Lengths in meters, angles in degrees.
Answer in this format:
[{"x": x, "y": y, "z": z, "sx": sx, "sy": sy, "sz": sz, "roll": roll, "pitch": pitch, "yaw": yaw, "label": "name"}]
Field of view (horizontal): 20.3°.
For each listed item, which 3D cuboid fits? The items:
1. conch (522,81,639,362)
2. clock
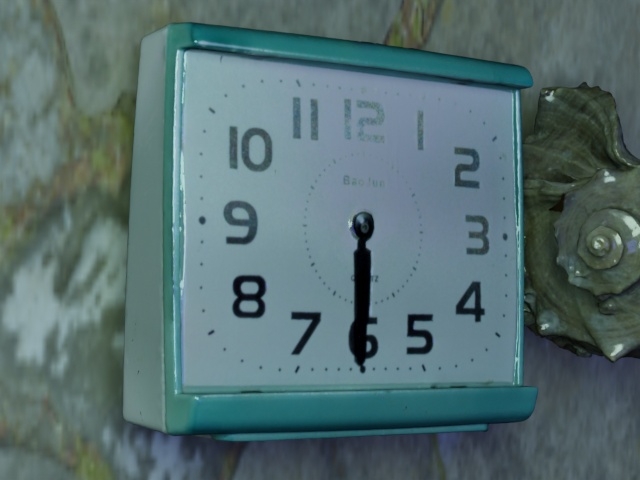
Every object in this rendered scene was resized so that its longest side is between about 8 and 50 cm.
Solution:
[{"x": 0.191, "y": -0.012, "z": 1.182, "sx": 0.245, "sy": 0.163, "sz": 0.178, "roll": 2, "pitch": 91, "yaw": -71, "label": "conch"}, {"x": 0.000, "y": 0.000, "z": 1.063, "sx": 0.262, "sy": 0.116, "sz": 0.231, "roll": 2, "pitch": 86, "yaw": -39, "label": "clock"}]
